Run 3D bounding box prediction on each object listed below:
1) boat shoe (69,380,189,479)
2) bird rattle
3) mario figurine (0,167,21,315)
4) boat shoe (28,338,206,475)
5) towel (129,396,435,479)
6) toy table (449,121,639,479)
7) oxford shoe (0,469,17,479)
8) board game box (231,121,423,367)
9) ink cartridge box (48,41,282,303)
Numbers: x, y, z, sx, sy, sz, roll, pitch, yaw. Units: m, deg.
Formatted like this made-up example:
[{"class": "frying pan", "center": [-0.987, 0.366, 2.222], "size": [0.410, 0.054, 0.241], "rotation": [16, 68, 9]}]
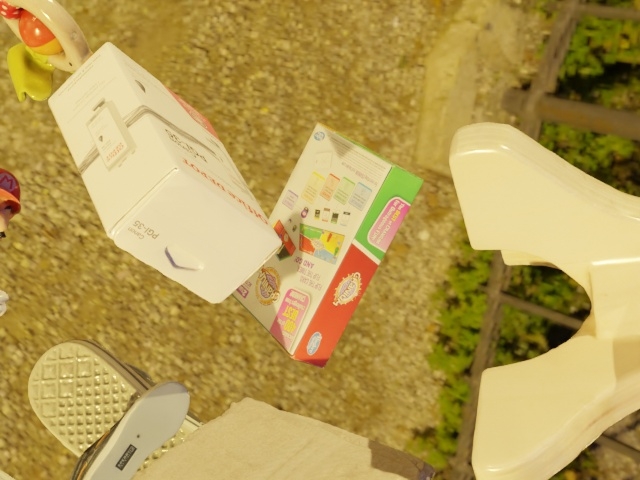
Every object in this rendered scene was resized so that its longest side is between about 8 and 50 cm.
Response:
[{"class": "boat shoe", "center": [-0.240, 0.245, 1.282], "size": [0.065, 0.083, 0.183], "rotation": [47, 68, -21]}, {"class": "bird rattle", "center": [-0.438, -0.343, 1.603], "size": [0.143, 0.207, 0.254], "rotation": [-47, 137, -29]}, {"class": "mario figurine", "center": [-0.588, 0.020, 1.718], "size": [0.198, 0.170, 0.321], "rotation": [101, 12, -70]}, {"class": "boat shoe", "center": [-0.194, 0.326, 1.420], "size": [0.187, 0.500, 0.156], "rotation": [-49, 162, -2]}, {"class": "towel", "center": [-0.064, 0.198, 0.682], "size": [0.282, 0.187, 0.049], "rotation": [-27, 122, -48]}, {"class": "toy table", "center": [0.179, 0.034, 0.601], "size": [0.274, 0.160, 0.252], "rotation": [-60, 140, -58]}, {"class": "oxford shoe", "center": [-0.594, 0.432, 1.695], "size": [0.449, 0.169, 0.130], "rotation": [39, 45, -28]}, {"class": "board game box", "center": [0.000, 0.000, 1.595], "size": [0.064, 0.242, 0.317], "rotation": [23, 99, -34]}, {"class": "ink cartridge box", "center": [-0.191, -0.083, 1.273], "size": [0.117, 0.283, 0.207], "rotation": [-43, 137, 10]}]
